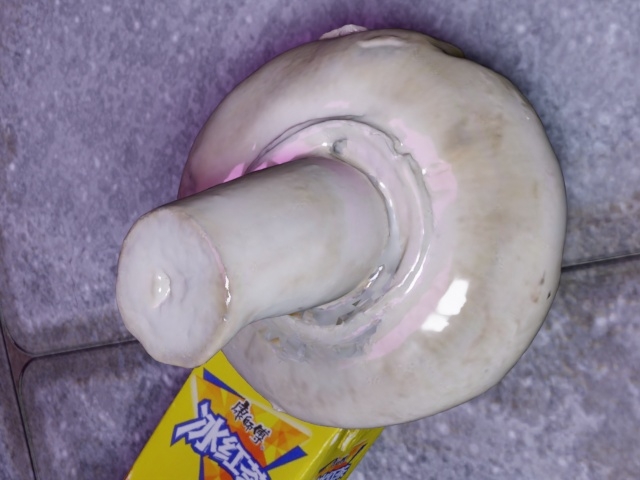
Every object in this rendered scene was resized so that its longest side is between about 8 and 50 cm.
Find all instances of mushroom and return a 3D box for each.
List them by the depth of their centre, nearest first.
[{"bbox_3d":[0.015,0.014,1.034,0.315,0.356,0.315,33,154,18],"label":"mushroom"}]

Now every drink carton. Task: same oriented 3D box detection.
[{"bbox_3d":[-0.080,0.217,1.251,0.154,0.111,0.351,46,122,21],"label":"drink carton"}]
